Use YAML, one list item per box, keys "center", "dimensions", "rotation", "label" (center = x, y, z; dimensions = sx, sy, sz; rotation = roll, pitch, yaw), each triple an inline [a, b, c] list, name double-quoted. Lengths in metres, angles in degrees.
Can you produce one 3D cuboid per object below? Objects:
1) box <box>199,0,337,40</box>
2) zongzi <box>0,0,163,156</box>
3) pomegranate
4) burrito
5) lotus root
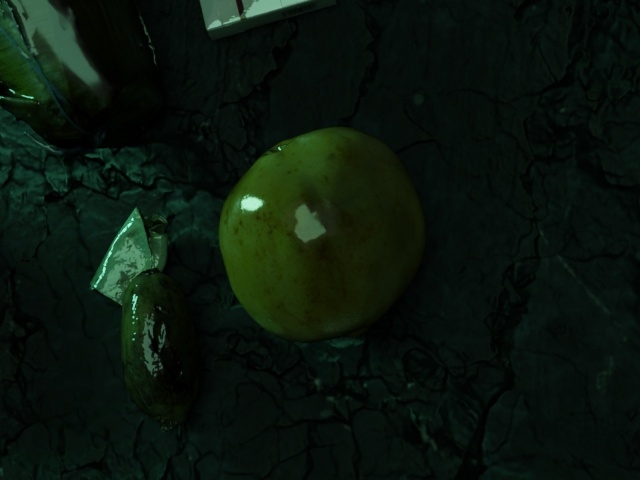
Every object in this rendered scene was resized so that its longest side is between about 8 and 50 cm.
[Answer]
- center: [-0.066, -0.296, 1.871]
  dimensions: [0.154, 0.040, 0.084]
  rotation: [-15, 77, 6]
  label: "box"
- center: [-0.412, -0.247, 1.861]
  dimensions: [0.432, 0.208, 0.403]
  rotation: [-22, 85, 23]
  label: "zongzi"
- center: [-0.003, -0.006, 1.698]
  dimensions: [0.233, 0.233, 0.233]
  rotation: [-2, 76, 8]
  label: "pomegranate"
- center: [-0.206, 0.025, 1.810]
  dimensions: [0.074, 0.044, 0.118]
  rotation: [27, 83, 6]
  label: "burrito"
- center: [-0.174, 0.119, 1.753]
  dimensions: [0.080, 0.089, 0.179]
  rotation: [-12, 85, 49]
  label: "lotus root"
